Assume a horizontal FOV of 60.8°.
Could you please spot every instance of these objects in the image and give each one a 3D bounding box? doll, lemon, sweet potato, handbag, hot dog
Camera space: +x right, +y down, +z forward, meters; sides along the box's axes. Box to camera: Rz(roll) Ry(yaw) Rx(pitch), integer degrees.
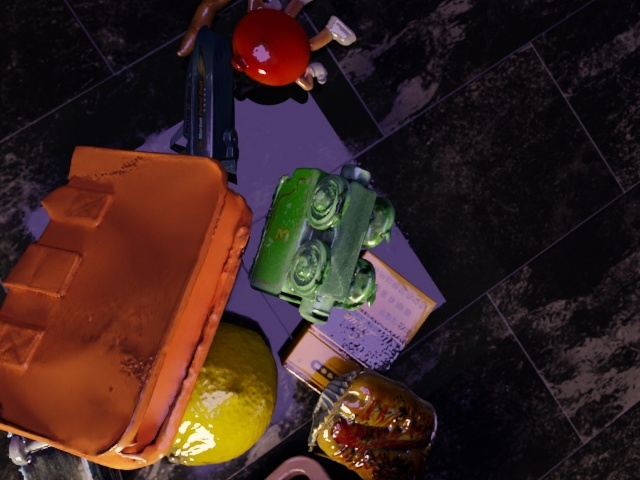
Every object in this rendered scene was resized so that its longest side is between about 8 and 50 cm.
[{"bbox_3d":[-0.060,-0.328,0.913,0.183,0.085,0.217,44,66,-6],"label":"doll"},{"bbox_3d":[-0.160,0.226,0.815,0.192,0.192,0.231,28,45,-6],"label":"lemon"},{"bbox_3d":[-0.190,-0.377,0.915,0.044,0.044,0.179,32,77,-5],"label":"sweet potato"},{"bbox_3d":[-0.286,0.073,0.750,0.303,0.116,0.410,8,66,19],"label":"handbag"},{"bbox_3d":[0.093,0.298,0.857,0.270,0.082,0.163,38,83,-34],"label":"hot dog"}]

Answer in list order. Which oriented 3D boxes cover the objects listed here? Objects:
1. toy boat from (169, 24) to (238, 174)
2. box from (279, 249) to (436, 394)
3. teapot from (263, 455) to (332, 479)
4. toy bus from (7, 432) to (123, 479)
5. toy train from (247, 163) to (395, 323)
[{"bbox_3d":[-0.185,-0.228,0.884,0.103,0.093,0.246,0,88,14],"label":"toy boat"},{"bbox_3d":[0.062,0.153,0.917,0.152,0.070,0.237,38,81,-5],"label":"box"},{"bbox_3d":[-0.006,0.540,0.807,0.361,0.306,0.376,-35,64,-16],"label":"teapot"},{"bbox_3d":[-0.366,0.357,0.818,0.106,0.131,0.297,-18,90,-5],"label":"toy bus"},{"bbox_3d":[0.000,0.000,0.850,0.132,0.188,0.243,21,84,-39],"label":"toy train"}]
